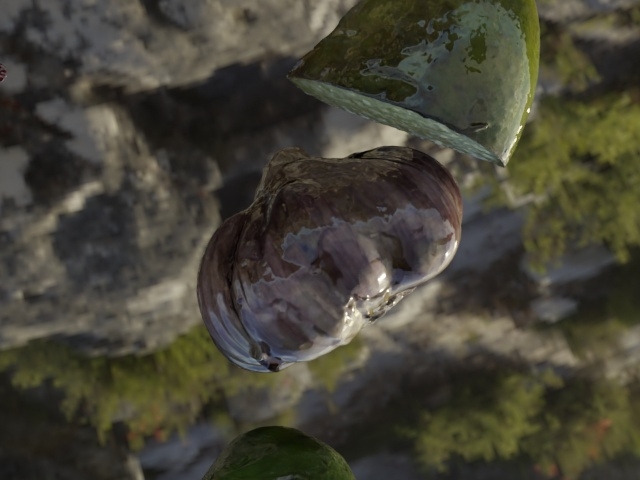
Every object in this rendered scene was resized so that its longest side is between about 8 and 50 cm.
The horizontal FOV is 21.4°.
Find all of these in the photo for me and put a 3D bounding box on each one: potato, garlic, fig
[{"bbox_3d":[0.129,-0.249,1.878,0.269,0.255,0.112,21,170,5],"label":"potato"},{"bbox_3d":[0.000,0.000,1.375,0.245,0.160,0.245,-29,-177,1],"label":"garlic"},{"bbox_3d":[-0.045,0.182,1.148,0.123,0.123,0.156,-33,147,20],"label":"fig"}]

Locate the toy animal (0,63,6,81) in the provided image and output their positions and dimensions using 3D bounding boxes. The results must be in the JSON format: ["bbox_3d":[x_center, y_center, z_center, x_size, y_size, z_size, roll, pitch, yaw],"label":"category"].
[{"bbox_3d":[-0.357,-0.105,1.418,0.202,0.070,0.105,-30,144,-15],"label":"toy animal"}]
